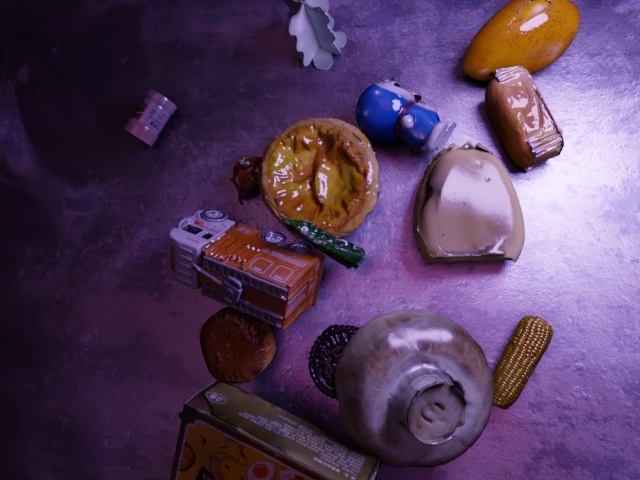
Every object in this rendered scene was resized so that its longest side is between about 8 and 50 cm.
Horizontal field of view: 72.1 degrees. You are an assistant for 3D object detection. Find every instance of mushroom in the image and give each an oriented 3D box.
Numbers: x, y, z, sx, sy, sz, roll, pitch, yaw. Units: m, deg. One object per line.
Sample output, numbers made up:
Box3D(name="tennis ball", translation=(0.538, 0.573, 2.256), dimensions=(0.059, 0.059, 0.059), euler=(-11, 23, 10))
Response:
Box3D(name="mushroom", translation=(0.202, 0.316, 0.941), dimensions=(0.353, 0.260, 0.351), euler=(-1, 94, -14))

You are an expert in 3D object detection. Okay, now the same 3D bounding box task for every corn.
Box3D(name="corn", translation=(0.454, 0.279, 1.005), dimensions=(0.080, 0.080, 0.230), euler=(26, 86, 17))

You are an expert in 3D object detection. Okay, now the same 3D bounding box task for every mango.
Box3D(name="mango", translation=(0.497, -0.507, 1.103), dimensions=(0.291, 0.191, 0.159), euler=(-27, 67, 12))

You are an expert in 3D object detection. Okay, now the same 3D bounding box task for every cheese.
Box3D(name="cheese", translation=(0.355, -0.094, 1.084), dimensions=(0.260, 0.128, 0.315), euler=(-3, 81, 2))

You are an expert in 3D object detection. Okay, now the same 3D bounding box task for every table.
Box3D(name="table", translation=(-0.024, -0.601, 1.230), dimensions=(0.167, 0.198, 0.166), euler=(-3, 78, 13))

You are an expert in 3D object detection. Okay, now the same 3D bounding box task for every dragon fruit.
Box3D(name="dragon fruit", translation=(-0.197, -0.183, 1.240), dimensions=(0.147, 0.096, 0.102), euler=(-24, 78, 9))

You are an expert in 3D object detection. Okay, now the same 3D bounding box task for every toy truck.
Box3D(name="toy truck", translation=(-0.204, 0.067, 1.103), dimensions=(0.388, 0.207, 0.173), euler=(20, 119, 17))

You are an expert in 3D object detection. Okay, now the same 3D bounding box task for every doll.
Box3D(name="doll", translation=(0.212, -0.316, 1.120), dimensions=(0.257, 0.215, 0.161), euler=(28, 106, 23))

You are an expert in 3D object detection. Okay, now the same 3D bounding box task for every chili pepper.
Box3D(name="chili pepper", translation=(0.000, 0.000, 1.063), dimensions=(0.227, 0.088, 0.059), euler=(28, 73, -27))

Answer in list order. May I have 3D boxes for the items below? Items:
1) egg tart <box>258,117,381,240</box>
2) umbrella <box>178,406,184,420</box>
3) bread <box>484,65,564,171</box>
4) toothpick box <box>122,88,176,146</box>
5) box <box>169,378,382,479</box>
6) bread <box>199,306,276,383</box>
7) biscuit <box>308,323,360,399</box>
Box3D(name="egg tart", translation=(0.001, -0.157, 1.166), dimensions=(0.342, 0.132, 0.340), euler=(-2, 82, 11))
Box3D(name="umbrella", translation=(-0.235, 0.537, 1.105), dimensions=(0.326, 0.090, 0.094), euler=(39, 103, 16))
Box3D(name="bread", translation=(0.492, -0.299, 1.083), dimensions=(0.107, 0.136, 0.240), euler=(-22, 74, 10))
Box3D(name="toothpick box", translation=(-0.524, -0.376, 1.353), dimensions=(0.099, 0.098, 0.148), euler=(30, 86, 17))
Box3D(name="box", translation=(-0.120, 0.556, 0.933), dimensions=(0.421, 0.138, 0.372), euler=(19, 104, 20))
Box3D(name="bread", translation=(-0.215, 0.266, 1.124), dimensions=(0.200, 0.104, 0.198), euler=(1, 95, 11))
Box3D(name="biscuit", translation=(0.062, 0.306, 1.101), dimensions=(0.195, 0.053, 0.194), euler=(-2, 79, 12))
